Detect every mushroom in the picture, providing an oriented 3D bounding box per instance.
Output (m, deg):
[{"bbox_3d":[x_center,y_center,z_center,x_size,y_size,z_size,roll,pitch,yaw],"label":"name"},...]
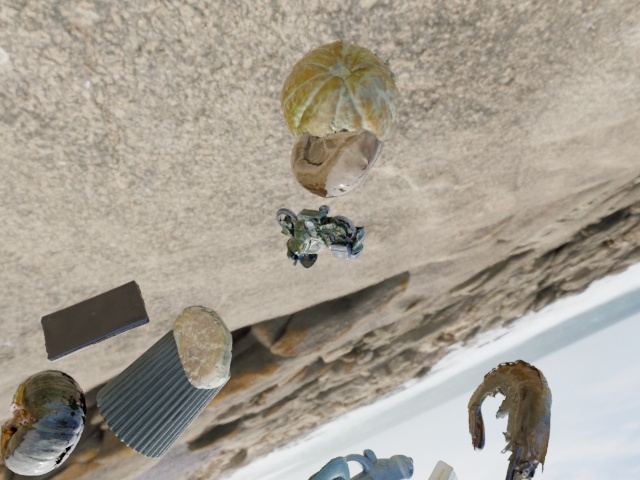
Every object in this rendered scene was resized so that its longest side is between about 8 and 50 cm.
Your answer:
[{"bbox_3d":[0.013,-0.106,0.695,0.094,0.072,0.209,-49,-155,-12],"label":"mushroom"}]

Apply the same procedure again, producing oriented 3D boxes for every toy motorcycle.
[{"bbox_3d":[0.000,0.000,1.393,0.125,0.274,0.187,-46,132,-40],"label":"toy motorcycle"}]

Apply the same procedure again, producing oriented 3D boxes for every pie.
[{"bbox_3d":[-0.296,0.266,1.292,0.185,0.218,0.052,-35,160,33],"label":"pie"}]

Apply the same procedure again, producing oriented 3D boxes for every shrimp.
[{"bbox_3d":[0.334,0.329,0.926,0.173,0.253,0.058,-14,129,47],"label":"shrimp"}]

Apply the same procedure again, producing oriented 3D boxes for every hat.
[{"bbox_3d":[0.004,0.534,1.049,0.077,0.191,0.138,2,-171,42],"label":"hat"}]

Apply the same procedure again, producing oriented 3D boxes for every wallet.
[{"bbox_3d":[-0.729,0.259,1.644,0.320,0.171,0.044,-23,152,-14],"label":"wallet"}]

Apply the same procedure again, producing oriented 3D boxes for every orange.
[{"bbox_3d":[0.052,-0.384,1.381,0.329,0.330,0.249,-20,157,-12],"label":"orange"}]

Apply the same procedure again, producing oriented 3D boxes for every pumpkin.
[{"bbox_3d":[-0.663,0.437,1.224,0.238,0.238,0.159,-37,142,28],"label":"pumpkin"}]

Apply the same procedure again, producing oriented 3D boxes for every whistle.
[{"bbox_3d":[0.134,0.620,1.294,0.268,0.180,0.093,-17,164,-32],"label":"whistle"}]

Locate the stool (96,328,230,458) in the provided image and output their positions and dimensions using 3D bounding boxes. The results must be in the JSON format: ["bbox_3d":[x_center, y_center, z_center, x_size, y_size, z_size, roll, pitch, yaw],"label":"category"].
[{"bbox_3d":[-0.493,0.473,1.648,0.330,0.297,0.297,-45,158,-4],"label":"stool"}]

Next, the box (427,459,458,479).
[{"bbox_3d":[0.183,0.436,0.790,0.122,0.032,0.220,-51,140,-23],"label":"box"}]
